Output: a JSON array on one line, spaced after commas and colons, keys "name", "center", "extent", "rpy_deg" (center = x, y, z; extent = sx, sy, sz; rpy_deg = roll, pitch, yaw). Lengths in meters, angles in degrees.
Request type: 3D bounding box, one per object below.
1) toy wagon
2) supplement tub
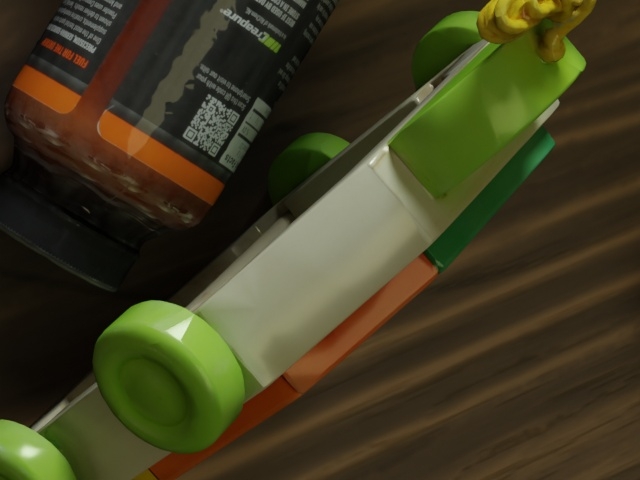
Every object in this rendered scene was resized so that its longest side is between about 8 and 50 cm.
[{"name": "toy wagon", "center": [0.000, 0.000, 0.754], "extent": [0.068, 0.344, 0.267], "rpy_deg": [49, 45, -5]}, {"name": "supplement tub", "center": [-0.069, -0.078, 0.819], "extent": [0.106, 0.106, 0.198], "rpy_deg": [33, 88, -35]}]
